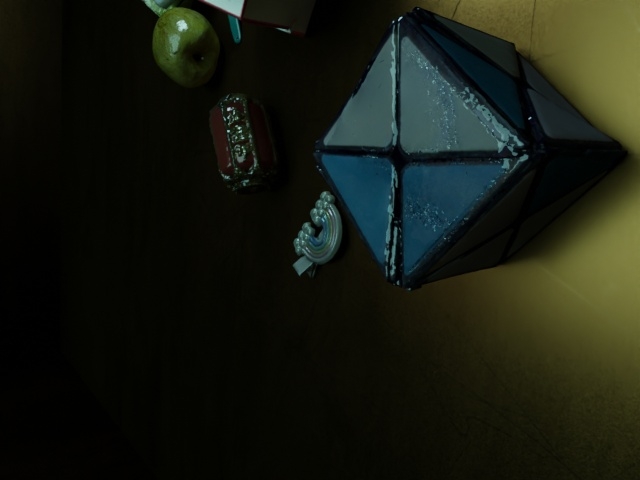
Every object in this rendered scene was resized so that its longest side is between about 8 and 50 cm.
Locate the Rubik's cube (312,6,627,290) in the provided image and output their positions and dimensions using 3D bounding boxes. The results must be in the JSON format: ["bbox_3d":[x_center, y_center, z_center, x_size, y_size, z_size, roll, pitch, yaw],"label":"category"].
[{"bbox_3d":[0.219,-0.133,0.779,0.307,0.309,0.305,-51,56,39],"label":"Rubik's cube"}]

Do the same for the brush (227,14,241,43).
[{"bbox_3d":[-0.260,-0.694,1.481,0.043,0.032,0.194,-5,101,43],"label":"brush"}]

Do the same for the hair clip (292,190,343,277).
[{"bbox_3d":[0.000,0.000,1.231,0.220,0.054,0.140,-59,46,28],"label":"hair clip"}]

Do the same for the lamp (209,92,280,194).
[{"bbox_3d":[-0.208,-0.264,1.351,0.177,0.176,0.274,-26,74,46],"label":"lamp"}]

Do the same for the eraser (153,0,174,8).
[{"bbox_3d":[-0.426,-0.868,1.473,0.289,0.104,0.189,-31,109,16],"label":"eraser"}]

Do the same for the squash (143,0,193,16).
[{"bbox_3d":[-0.458,-0.908,1.550,0.233,0.210,0.309,44,137,-6],"label":"squash"}]

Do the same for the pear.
[{"bbox_3d":[-0.428,-0.609,1.549,0.211,0.188,0.229,40,123,35],"label":"pear"}]

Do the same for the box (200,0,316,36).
[{"bbox_3d":[-0.175,-0.684,1.115,0.312,0.300,0.315,29,116,14],"label":"box"}]
